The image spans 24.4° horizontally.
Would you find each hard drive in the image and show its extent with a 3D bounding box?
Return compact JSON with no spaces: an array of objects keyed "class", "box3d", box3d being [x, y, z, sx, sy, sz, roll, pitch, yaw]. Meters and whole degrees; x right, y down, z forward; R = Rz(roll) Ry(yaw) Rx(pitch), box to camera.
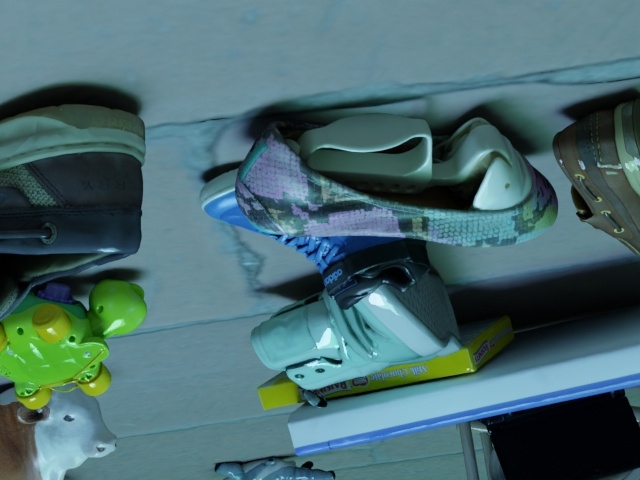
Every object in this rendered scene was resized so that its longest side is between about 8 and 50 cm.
[{"class":"hard drive","box3d":[0.150,0.118,1.294,0.319,0.040,0.210,-14,-178,15]}]

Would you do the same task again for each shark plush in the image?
[{"class":"shark plush","box3d":[-0.059,0.310,1.854,0.161,0.067,0.073,-8,161,2]}]

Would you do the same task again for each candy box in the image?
[{"class":"candy box","box3d":[0.057,0.106,1.283,0.206,0.027,0.105,-13,-172,29]}]

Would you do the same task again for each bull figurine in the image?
[{"class":"bull figurine","box3d":[-0.332,0.220,1.342,0.311,0.188,0.101,-2,-176,4]}]

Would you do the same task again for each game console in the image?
[{"class":"game console","box3d":[0.202,0.164,1.257,0.122,0.071,0.107,-14,-178,-6]}]

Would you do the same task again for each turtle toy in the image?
[{"class":"turtle toy","box3d":[-0.188,0.066,1.080,0.130,0.066,0.095,-14,137,11]}]

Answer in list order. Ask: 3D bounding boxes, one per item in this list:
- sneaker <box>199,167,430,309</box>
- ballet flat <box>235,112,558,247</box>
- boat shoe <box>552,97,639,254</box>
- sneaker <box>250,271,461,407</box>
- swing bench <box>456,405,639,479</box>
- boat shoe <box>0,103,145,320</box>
[{"class":"sneaker","box3d":[0.000,0.000,0.930,0.152,0.084,0.058,2,159,-27]},{"class":"ballet flat","box3d":[0.059,-0.040,0.875,0.222,0.077,0.079,1,140,-24]},{"class":"boat shoe","box3d":[0.191,-0.036,0.946,0.060,0.064,0.178,-8,156,19]},{"class":"sneaker","box3d":[0.013,0.064,1.098,0.151,0.094,0.256,-19,162,9]},{"class":"swing bench","box3d":[0.267,0.229,1.595,0.255,0.165,0.253,-11,161,10]},{"class":"boat shoe","box3d":[-0.209,0.006,0.852,0.285,0.092,0.103,-20,158,33]}]
